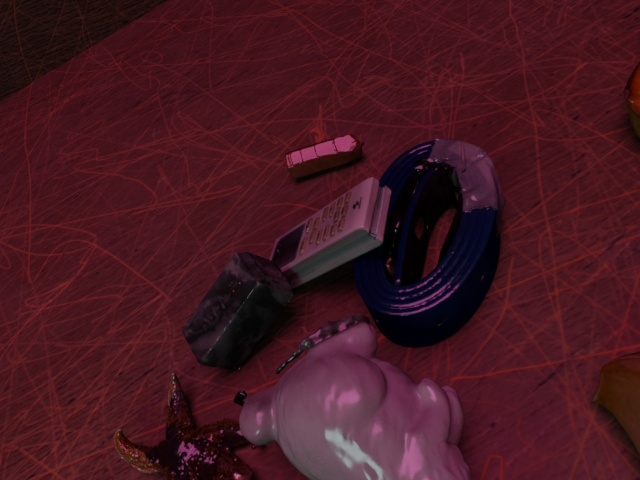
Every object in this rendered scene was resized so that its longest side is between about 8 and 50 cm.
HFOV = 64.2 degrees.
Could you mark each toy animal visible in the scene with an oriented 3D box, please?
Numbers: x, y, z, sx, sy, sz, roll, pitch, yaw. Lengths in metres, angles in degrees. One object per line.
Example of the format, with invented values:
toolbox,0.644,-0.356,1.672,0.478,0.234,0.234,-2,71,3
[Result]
toy animal,0.074,0.278,0.598,0.257,0.194,0.357,-31,50,-3

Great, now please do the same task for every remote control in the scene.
remote control,0.000,0.000,0.846,0.277,0.055,0.103,-30,36,46

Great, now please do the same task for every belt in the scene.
belt,0.178,-0.006,0.828,0.212,0.117,0.347,5,56,29

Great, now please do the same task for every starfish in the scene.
starfish,-0.202,0.312,0.770,0.238,0.071,0.216,-4,46,7

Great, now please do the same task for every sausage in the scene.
sausage,0.013,-0.181,1.071,0.169,0.065,0.065,-15,49,9

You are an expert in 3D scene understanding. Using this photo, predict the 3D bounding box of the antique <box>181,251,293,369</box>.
antique,-0.133,0.112,0.836,0.183,0.086,0.088,-54,48,10

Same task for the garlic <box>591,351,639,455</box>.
garlic,0.415,0.231,0.553,0.164,0.145,0.245,-40,42,33

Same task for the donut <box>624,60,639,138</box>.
donut,0.597,-0.202,0.823,0.152,0.101,0.259,-38,50,-9
